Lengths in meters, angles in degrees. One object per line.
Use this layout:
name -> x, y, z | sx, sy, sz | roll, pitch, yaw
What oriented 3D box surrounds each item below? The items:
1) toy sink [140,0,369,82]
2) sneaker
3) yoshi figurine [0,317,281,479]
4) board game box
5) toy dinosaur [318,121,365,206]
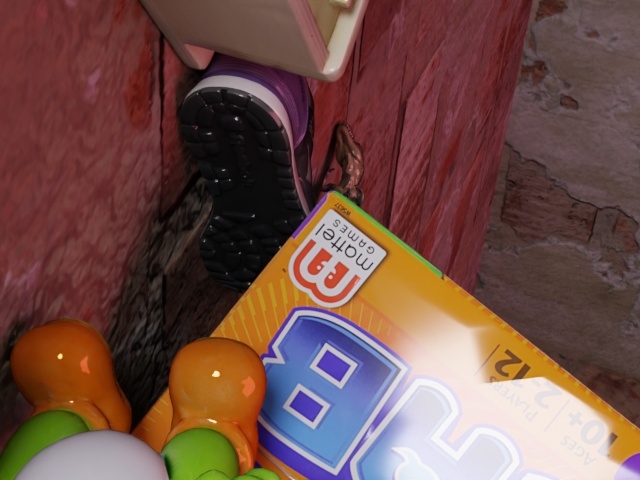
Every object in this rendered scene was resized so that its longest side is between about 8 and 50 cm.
toy sink -> -0.031, -0.202, 0.894 | 0.234, 0.131, 0.153 | 60, 48, -73
sneaker -> -0.036, -0.064, 1.122 | 0.283, 0.107, 0.124 | 89, 16, -53
yoshi figurine -> -0.141, 0.155, 0.704 | 0.203, 0.203, 0.362 | -42, -165, 29
board game box -> 0.062, 0.233, 1.098 | 0.356, 0.356, 0.356 | -51, 166, -1
toy dinosaur -> 0.000, 0.000, 1.445 | 0.118, 0.064, 0.268 | 62, 49, -81
